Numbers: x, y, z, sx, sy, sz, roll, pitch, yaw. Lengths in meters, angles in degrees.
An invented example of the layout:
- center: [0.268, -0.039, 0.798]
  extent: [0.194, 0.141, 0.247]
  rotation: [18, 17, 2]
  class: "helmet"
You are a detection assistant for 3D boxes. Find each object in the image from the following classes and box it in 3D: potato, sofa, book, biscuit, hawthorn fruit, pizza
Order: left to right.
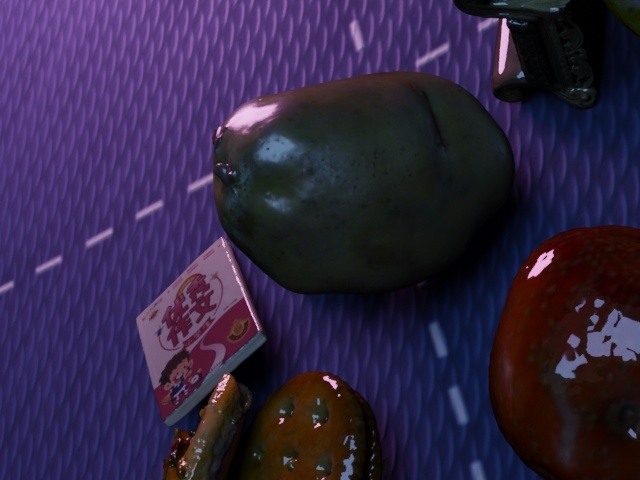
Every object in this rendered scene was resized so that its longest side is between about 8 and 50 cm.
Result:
- center: [-0.158, 0.293, 1.546]
  extent: [0.086, 0.161, 0.305]
  rotation: [21, 83, 1]
  class: "pizza"
- center: [-0.149, 0.106, 1.665]
  extent: [0.162, 0.022, 0.232]
  rotation: [-42, 32, 9]
  class: "book"
- center: [-0.015, 0.253, 1.501]
  extent: [0.220, 0.066, 0.220]
  rotation: [-30, 48, 39]
  class: "biscuit"
- center: [0.044, -0.061, 1.509]
  extent: [0.221, 0.326, 0.243]
  rotation: [172, 83, -70]
  class: "potato"
- center: [0.212, -0.279, 1.510]
  extent: [0.182, 0.258, 0.200]
  rotation: [1, 70, 19]
  class: "sofa"
- center: [0.283, 0.131, 1.275]
  extent: [0.275, 0.275, 0.299]
  rotation: [8, 84, 36]
  class: "hawthorn fruit"

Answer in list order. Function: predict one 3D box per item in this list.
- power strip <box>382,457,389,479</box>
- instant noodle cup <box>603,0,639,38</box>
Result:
- center: [0.060, 0.320, 1.467]
  extent: [0.075, 0.042, 0.175]
  rotation: [-4, 67, 33]
  class: "power strip"
- center: [0.448, -0.364, 1.372]
  extent: [0.326, 0.325, 0.254]
  rotation: [-6, 57, 31]
  class: "instant noodle cup"
